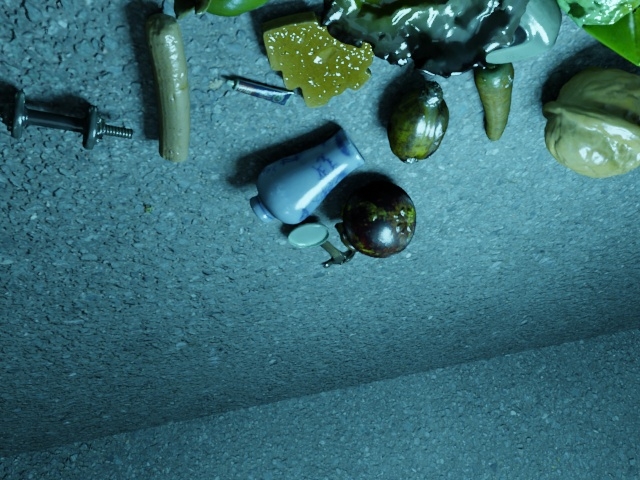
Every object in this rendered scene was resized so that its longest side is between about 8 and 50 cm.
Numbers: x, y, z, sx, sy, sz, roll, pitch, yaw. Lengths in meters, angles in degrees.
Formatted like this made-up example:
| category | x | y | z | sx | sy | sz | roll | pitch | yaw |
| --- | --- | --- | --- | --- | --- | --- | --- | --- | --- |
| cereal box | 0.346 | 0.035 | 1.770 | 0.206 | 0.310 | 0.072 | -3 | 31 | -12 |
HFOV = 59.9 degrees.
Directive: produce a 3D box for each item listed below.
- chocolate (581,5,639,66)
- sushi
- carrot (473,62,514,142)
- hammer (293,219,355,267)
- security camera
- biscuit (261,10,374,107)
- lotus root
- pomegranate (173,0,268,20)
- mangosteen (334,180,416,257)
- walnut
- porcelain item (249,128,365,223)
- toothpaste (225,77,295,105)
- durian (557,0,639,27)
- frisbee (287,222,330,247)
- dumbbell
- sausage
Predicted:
| category | x | y | z | sx | sy | sz | roll | pitch | yaw |
| --- | --- | --- | --- | --- | --- | --- | --- | --- | --- |
| chocolate | 0.651 | -0.421 | 0.947 | 0.301 | 0.137 | 0.289 | -10 | 152 | -43 |
| sushi | 0.113 | -0.393 | 0.672 | 0.281 | 0.294 | 0.299 | 3 | 132 | -11 |
| carrot | 0.372 | -0.285 | 1.183 | 0.078 | 0.078 | 0.298 | -20 | 153 | 9 |
| hammer | 0.000 | 0.001 | 1.500 | 0.125 | 0.027 | 0.297 | -26 | 146 | 18 |
| security camera | 0.226 | -0.335 | 0.883 | 0.157 | 0.080 | 0.301 | 32 | 166 | -33 |
| biscuit | -0.005 | -0.329 | 0.978 | 0.239 | 0.041 | 0.212 | 15 | 143 | -38 |
| lotus root | 0.198 | -0.241 | 1.130 | 0.120 | 0.120 | 0.209 | -6 | 146 | -13 |
| pomegranate | -0.134 | -0.363 | 0.700 | 0.187 | 0.225 | 0.187 | 11 | 144 | 8 |
| mangosteen | 0.122 | -0.049 | 1.355 | 0.217 | 0.192 | 0.192 | 0 | 164 | 44 |
| walnut | 0.594 | -0.251 | 1.186 | 0.257 | 0.257 | 0.224 | 10 | 109 | -33 |
| porcelain item | -0.034 | -0.131 | 1.190 | 0.259 | 0.141 | 0.141 | -34 | 144 | 14 |
| toothpaste | -0.112 | -0.278 | 1.032 | 0.140 | 0.021 | 0.037 | 7 | 144 | -34 |
| durian | 0.392 | -0.447 | 0.772 | 0.204 | 0.255 | 0.340 | -13 | 147 | 36 |
| frisbee | -0.030 | -0.014 | 1.427 | 0.110 | 0.014 | 0.110 | -7 | 150 | -4 |
| dumbbell | -0.453 | -0.204 | 0.950 | 0.254 | 0.081 | 0.081 | 5 | 143 | -29 |
| sausage | -0.261 | -0.256 | 0.968 | 0.066 | 0.066 | 0.301 | -5 | 149 | -14 |
